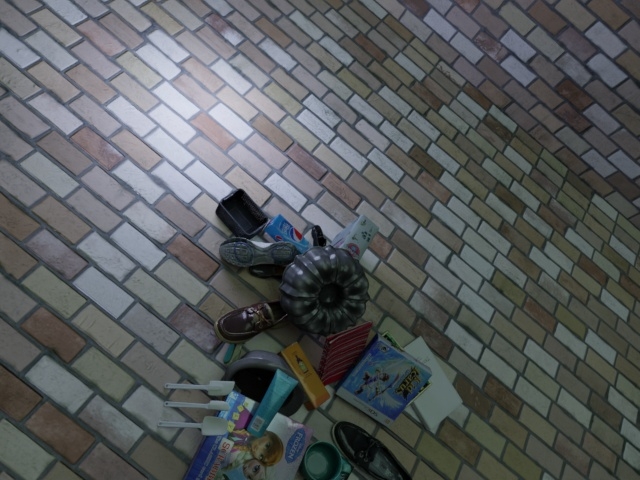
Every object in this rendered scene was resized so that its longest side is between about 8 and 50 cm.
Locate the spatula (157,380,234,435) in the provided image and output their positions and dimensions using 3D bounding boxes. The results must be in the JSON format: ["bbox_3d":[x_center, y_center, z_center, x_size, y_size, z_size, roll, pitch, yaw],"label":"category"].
[{"bbox_3d":[-0.397,0.526,1.643,0.242,0.019,0.168,-2,63,12],"label":"spatula"}]

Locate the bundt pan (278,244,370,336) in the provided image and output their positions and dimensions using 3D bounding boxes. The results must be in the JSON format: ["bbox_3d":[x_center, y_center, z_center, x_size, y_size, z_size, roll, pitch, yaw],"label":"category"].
[{"bbox_3d":[0.029,0.185,1.805,0.331,0.124,0.330,-3,99,-17],"label":"bundt pan"}]

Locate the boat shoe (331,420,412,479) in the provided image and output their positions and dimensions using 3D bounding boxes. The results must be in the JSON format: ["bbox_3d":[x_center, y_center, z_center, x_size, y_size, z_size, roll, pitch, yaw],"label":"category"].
[{"bbox_3d":[0.188,0.760,1.828,0.340,0.113,0.127,48,56,3],"label":"boat shoe"}]

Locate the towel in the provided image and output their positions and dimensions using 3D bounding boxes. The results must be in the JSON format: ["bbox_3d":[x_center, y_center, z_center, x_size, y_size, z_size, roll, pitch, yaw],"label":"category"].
[{"bbox_3d":[0.084,0.414,1.871,0.199,0.274,0.031,-16,46,-30],"label":"towel"}]

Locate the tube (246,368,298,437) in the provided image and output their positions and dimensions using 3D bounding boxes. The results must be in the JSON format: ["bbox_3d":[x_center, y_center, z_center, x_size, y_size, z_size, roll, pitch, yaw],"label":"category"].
[{"bbox_3d":[-0.156,0.516,1.639,0.080,0.052,0.207,35,78,-14],"label":"tube"}]

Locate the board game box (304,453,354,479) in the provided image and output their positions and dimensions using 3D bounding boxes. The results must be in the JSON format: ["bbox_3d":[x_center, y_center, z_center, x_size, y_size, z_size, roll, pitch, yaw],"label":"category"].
[{"bbox_3d":[0.019,0.814,1.774,0.126,0.026,0.186,41,56,-3],"label":"board game box"}]

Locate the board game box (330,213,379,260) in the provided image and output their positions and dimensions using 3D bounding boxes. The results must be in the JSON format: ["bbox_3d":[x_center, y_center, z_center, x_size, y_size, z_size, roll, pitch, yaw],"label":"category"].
[{"bbox_3d":[0.082,0.065,2.052,0.097,0.224,0.303,39,56,-6],"label":"board game box"}]

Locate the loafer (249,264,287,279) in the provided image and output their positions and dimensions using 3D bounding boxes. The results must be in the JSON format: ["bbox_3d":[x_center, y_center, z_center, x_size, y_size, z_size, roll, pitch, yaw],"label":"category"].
[{"bbox_3d":[-0.188,0.112,1.997,0.170,0.061,0.062,5,65,-23],"label":"loafer"}]

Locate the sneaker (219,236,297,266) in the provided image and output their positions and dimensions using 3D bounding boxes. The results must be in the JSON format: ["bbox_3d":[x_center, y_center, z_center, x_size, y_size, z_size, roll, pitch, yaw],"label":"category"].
[{"bbox_3d":[-0.235,0.052,1.979,0.297,0.129,0.111,6,86,-1],"label":"sneaker"}]

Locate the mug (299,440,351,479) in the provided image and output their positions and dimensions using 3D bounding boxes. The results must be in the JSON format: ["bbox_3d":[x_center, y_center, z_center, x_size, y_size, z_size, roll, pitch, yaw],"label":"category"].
[{"bbox_3d":[0.005,0.749,1.723,0.158,0.097,0.129,46,56,8],"label":"mug"}]

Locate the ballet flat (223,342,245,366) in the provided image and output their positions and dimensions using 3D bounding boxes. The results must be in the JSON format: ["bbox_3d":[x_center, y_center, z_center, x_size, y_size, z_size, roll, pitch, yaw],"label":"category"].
[{"bbox_3d":[-0.294,0.370,1.836,0.052,0.057,0.168,43,54,-35],"label":"ballet flat"}]

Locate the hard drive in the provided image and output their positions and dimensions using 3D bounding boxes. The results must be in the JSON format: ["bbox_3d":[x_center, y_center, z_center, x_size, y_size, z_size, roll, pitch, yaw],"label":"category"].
[{"bbox_3d":[0.412,0.562,2.075,0.203,0.040,0.307,-26,79,-32],"label":"hard drive"}]

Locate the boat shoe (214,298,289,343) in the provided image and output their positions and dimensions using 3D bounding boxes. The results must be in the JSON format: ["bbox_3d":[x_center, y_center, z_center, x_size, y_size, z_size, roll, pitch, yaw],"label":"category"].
[{"bbox_3d":[-0.211,0.265,1.824,0.342,0.123,0.123,-5,59,-45],"label":"boat shoe"}]

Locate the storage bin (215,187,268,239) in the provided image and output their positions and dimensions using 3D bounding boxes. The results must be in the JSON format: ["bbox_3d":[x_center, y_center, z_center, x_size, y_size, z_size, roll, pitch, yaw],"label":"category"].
[{"bbox_3d":[-0.307,-0.097,2.030,0.180,0.084,0.122,49,56,2],"label":"storage bin"}]

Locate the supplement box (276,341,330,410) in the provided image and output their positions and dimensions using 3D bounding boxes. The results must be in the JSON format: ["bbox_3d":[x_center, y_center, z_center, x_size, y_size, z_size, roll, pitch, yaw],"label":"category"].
[{"bbox_3d":[-0.065,0.487,1.864,0.078,0.080,0.233,-26,81,-34],"label":"supplement box"}]

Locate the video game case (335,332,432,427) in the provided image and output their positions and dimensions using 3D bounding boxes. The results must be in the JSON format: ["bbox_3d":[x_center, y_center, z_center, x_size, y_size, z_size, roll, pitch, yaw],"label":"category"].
[{"bbox_3d":[0.228,0.513,1.899,0.244,0.269,0.061,34,12,-7],"label":"video game case"}]

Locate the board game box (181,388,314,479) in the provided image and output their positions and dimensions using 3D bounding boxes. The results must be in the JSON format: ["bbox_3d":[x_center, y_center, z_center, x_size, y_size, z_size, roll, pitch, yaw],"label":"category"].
[{"bbox_3d":[-0.226,0.686,1.658,0.318,0.066,0.318,29,70,-10],"label":"board game box"}]

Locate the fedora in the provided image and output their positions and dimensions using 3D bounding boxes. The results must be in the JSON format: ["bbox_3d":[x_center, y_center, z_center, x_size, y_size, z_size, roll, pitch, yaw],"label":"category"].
[{"bbox_3d":[-0.183,0.466,1.760,0.275,0.243,0.124,19,30,-4],"label":"fedora"}]

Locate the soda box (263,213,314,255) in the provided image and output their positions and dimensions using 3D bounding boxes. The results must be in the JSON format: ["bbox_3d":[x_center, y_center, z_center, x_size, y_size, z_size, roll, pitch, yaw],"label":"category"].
[{"bbox_3d":[-0.119,-0.004,2.054,0.210,0.071,0.067,44,54,-16],"label":"soda box"}]

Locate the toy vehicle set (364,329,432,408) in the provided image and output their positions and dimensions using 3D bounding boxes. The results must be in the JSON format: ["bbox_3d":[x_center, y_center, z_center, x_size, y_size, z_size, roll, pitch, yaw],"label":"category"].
[{"bbox_3d":[0.282,0.501,2.007,0.166,0.035,0.267,-38,82,-15],"label":"toy vehicle set"}]

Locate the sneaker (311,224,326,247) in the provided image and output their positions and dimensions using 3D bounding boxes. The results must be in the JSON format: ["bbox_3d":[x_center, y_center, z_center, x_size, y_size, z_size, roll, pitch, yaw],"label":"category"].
[{"bbox_3d":[-0.002,-0.001,2.123,0.051,0.089,0.170,13,61,-19],"label":"sneaker"}]
